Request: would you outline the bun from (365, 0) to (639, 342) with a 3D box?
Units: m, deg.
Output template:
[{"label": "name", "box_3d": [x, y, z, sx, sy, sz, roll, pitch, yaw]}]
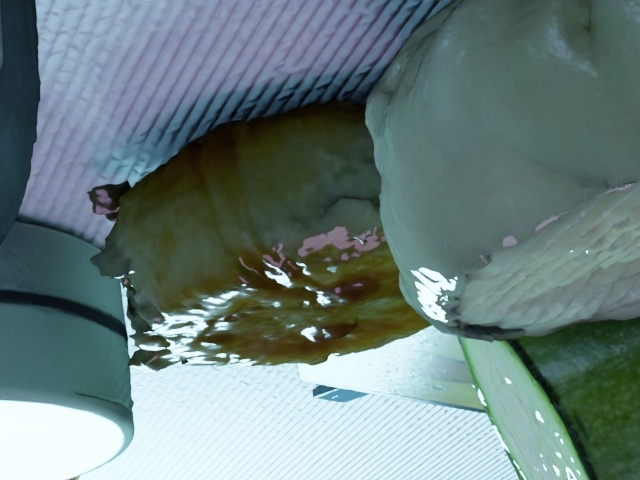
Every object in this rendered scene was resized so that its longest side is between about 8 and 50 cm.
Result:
[{"label": "bun", "box_3d": [0.190, -0.084, 1.205, 0.359, 0.211, 0.360, -15, 161, -6]}]

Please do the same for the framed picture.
[{"label": "framed picture", "box_3d": [0.131, 0.093, 1.691, 0.338, 0.014, 0.255, 9, 150, 11]}]

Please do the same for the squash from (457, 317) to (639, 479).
[{"label": "squash", "box_3d": [0.332, 0.083, 1.432, 0.384, 0.263, 0.263, -25, 160, -9]}]

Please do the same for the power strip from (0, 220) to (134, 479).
[{"label": "power strip", "box_3d": [-0.322, 0.109, 1.610, 0.357, 0.161, 0.357, -6, 159, -2]}]

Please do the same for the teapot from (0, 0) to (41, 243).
[{"label": "teapot", "box_3d": [-0.341, -0.105, 0.971, 0.361, 0.306, 0.376, -1, -171, 12]}]

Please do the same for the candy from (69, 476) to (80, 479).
[{"label": "candy", "box_3d": [-0.306, 0.233, 2.096, 0.055, 0.049, 0.185, -12, 150, -3]}]

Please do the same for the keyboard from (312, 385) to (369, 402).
[{"label": "keyboard", "box_3d": [0.074, 0.142, 1.984, 0.176, 0.014, 0.055, -22, 154, 36]}]

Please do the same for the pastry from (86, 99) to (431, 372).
[{"label": "pastry", "box_3d": [0.000, 0.000, 1.446, 0.329, 0.136, 0.330, -10, 160, -4]}]
